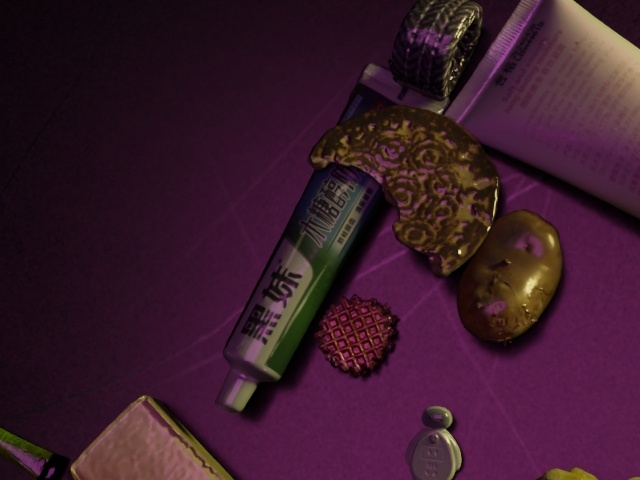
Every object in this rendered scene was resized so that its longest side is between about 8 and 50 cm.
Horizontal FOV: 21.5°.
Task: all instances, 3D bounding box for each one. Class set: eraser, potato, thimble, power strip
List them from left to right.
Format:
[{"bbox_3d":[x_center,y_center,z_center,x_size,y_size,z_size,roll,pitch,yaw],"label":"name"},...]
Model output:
[{"bbox_3d":[-0.154,0.252,1.666,0.117,0.058,0.172,-45,74,-1],"label":"eraser"},{"bbox_3d":[0.112,0.202,1.646,0.055,0.035,0.083,5,92,12],"label":"power strip"},{"bbox_3d":[0.117,-0.201,1.691,0.066,0.095,0.104,23,72,15],"label":"thimble"},{"bbox_3d":[0.185,0.038,1.641,0.092,0.070,0.138,20,69,29],"label":"potato"}]

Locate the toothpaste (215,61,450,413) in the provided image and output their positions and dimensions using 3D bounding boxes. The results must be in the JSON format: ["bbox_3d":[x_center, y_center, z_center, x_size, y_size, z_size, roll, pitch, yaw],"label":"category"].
[{"bbox_3d":[0.000,0.000,1.687,0.099,0.061,0.392,26,79,15],"label":"toothpaste"}]

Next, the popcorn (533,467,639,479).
[{"bbox_3d":[0.241,0.370,1.453,0.274,0.279,0.335,-42,48,42],"label":"popcorn"}]

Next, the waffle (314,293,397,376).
[{"bbox_3d":[0.036,0.093,1.679,0.075,0.029,0.083,26,81,12],"label":"waffle"}]

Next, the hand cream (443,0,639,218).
[{"bbox_3d":[0.307,-0.100,1.639,0.359,0.118,0.185,34,92,23],"label":"hand cream"}]

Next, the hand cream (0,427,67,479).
[{"bbox_3d":[-0.319,0.211,1.724,0.122,0.023,0.036,26,73,13],"label":"hand cream"}]

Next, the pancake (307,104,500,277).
[{"bbox_3d":[0.085,-0.048,1.659,0.184,0.020,0.190,-8,67,-2],"label":"pancake"}]
